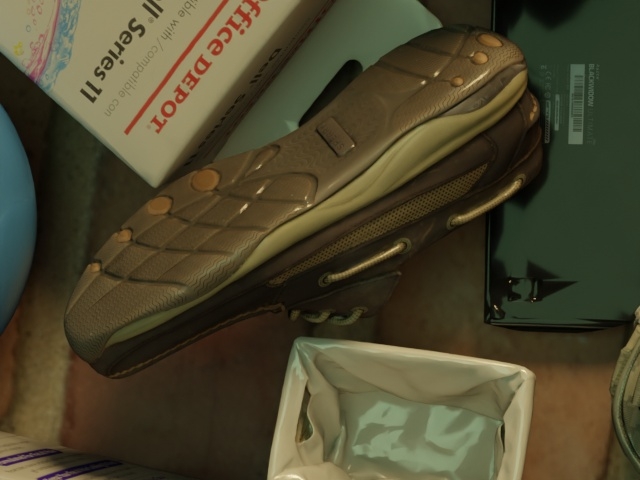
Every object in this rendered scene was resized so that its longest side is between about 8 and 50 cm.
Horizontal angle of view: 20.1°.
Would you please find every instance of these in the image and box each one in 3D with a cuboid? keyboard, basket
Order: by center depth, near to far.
[{"bbox_3d":[0.060,0.137,1.233,0.167,0.103,0.113,8,78,11],"label":"basket"},{"bbox_3d":[0.141,-0.095,1.272,0.201,0.033,0.317,2,87,11],"label":"keyboard"}]

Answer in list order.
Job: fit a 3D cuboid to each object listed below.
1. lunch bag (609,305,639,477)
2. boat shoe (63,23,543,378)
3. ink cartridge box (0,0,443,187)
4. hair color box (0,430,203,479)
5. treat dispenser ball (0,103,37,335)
[{"bbox_3d":[0.304,0.112,1.088,0.256,0.305,0.213,17,90,11],"label":"lunch bag"},{"bbox_3d":[0.000,0.000,1.201,0.355,0.132,0.130,-31,120,3],"label":"boat shoe"},{"bbox_3d":[-0.113,-0.184,1.254,0.353,0.119,0.207,41,109,6],"label":"ink cartridge box"},{"bbox_3d":[-0.158,0.211,1.241,0.338,0.185,0.110,13,91,13],"label":"hair color box"},{"bbox_3d":[-0.339,-0.015,1.238,0.288,0.288,0.288,-1,87,12],"label":"treat dispenser ball"}]
